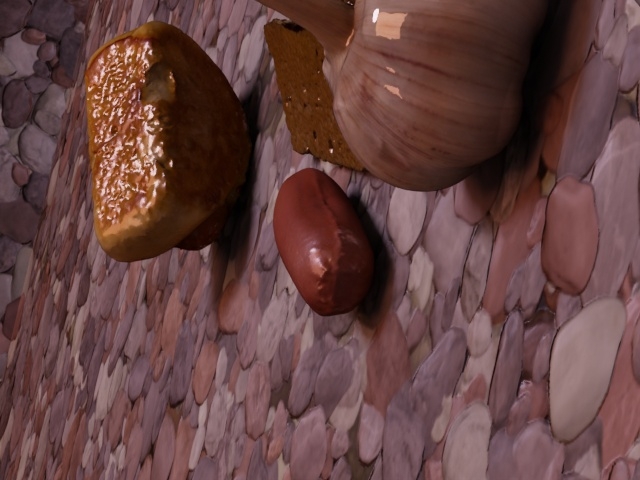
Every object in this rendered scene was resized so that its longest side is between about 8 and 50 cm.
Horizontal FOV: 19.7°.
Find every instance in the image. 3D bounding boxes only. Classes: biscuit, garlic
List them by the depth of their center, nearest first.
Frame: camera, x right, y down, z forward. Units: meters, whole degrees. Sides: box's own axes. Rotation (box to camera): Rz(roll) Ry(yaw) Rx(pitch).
[{"bbox_3d":[0.031,-0.146,1.246,0.199,0.226,0.199,-162,90,-77],"label":"garlic"},{"bbox_3d":[0.001,-0.129,1.591,0.231,0.025,0.131,-153,48,-72],"label":"biscuit"}]

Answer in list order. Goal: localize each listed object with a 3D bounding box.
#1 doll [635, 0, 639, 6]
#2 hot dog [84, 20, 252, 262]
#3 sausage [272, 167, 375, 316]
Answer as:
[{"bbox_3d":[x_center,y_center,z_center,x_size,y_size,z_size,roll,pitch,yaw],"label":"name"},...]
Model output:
[{"bbox_3d":[0.200,-0.121,0.788,0.257,0.161,0.215,-99,12,-48],"label":"doll"},{"bbox_3d":[-0.157,-0.093,1.942,0.150,0.153,0.257,-24,60,34],"label":"hot dog"},{"bbox_3d":[0.000,0.000,1.502,0.194,0.077,0.077,-117,42,-65],"label":"sausage"}]
